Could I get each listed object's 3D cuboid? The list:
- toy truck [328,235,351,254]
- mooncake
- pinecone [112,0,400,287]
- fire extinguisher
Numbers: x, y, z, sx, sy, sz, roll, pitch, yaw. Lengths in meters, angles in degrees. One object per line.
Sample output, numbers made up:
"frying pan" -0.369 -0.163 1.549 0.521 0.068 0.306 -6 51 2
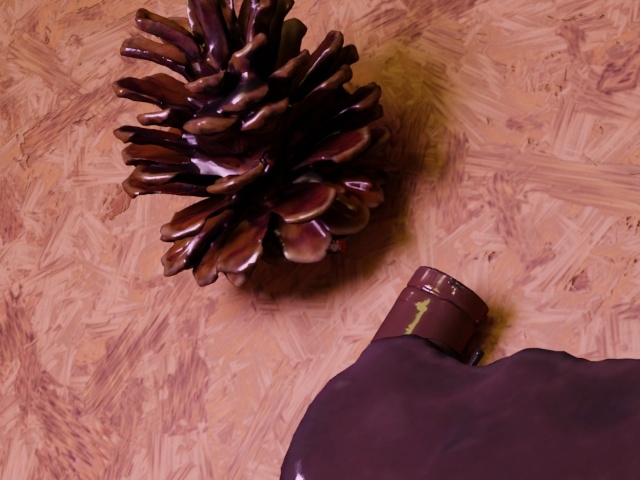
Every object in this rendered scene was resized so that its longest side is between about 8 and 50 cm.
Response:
"toy truck" 0.000 0.000 2.162 0.083 0.024 0.032 1 40 38
"mooncake" 0.147 0.255 1.488 0.381 0.212 0.350 21 53 42
"pinecone" -0.106 -0.151 2.096 0.384 0.384 0.384 -21 49 27
"fire extinguisher" 0.071 0.198 1.901 0.141 0.105 0.341 18 71 47
